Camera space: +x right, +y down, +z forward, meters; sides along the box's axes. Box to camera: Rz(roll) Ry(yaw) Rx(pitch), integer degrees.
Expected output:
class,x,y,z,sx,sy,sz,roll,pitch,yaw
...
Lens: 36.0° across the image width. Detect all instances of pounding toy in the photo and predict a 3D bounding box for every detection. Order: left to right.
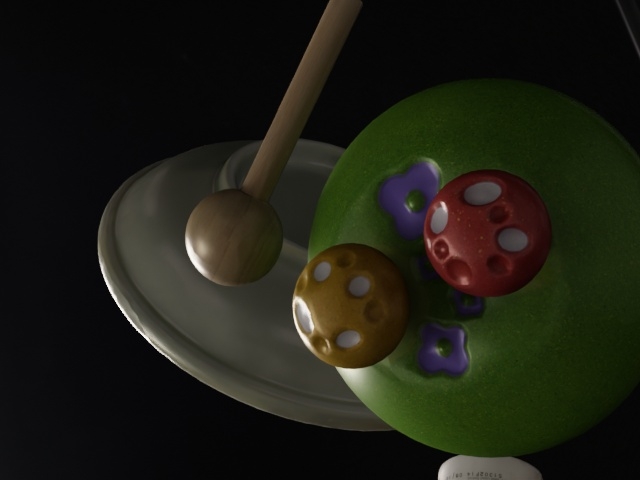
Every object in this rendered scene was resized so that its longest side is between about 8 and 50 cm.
class,x,y,z,sx,sy,sz,roll,pitch,yaw
pounding toy,0.034,-0.002,0.449,0.237,0.110,0.183,35,-74,25

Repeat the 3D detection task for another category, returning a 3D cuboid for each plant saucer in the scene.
class,x,y,z,sx,sy,sz,roll,pitch,yaw
plant saucer,0.000,0.000,0.924,0.400,0.400,0.101,33,-57,18

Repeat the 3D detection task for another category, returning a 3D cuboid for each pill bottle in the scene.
class,x,y,z,sx,sy,sz,roll,pitch,yaw
pill bottle,0.198,0.384,1.180,0.131,0.131,0.229,-6,-127,23
